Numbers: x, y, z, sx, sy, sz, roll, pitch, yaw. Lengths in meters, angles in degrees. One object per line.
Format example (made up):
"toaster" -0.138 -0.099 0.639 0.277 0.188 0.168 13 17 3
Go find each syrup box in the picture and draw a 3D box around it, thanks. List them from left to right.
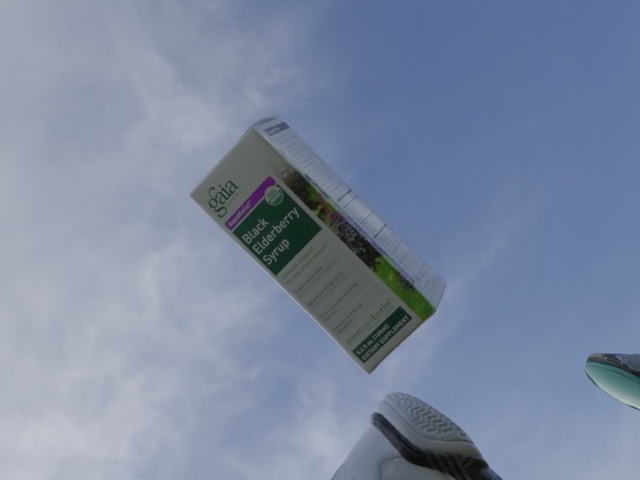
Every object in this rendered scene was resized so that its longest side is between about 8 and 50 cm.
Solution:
"syrup box" 0.000 0.000 1.002 0.237 0.096 0.093 45 -71 0

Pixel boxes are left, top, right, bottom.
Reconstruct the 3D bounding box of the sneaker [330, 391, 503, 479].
"sneaker" 0.135 0.324 1.030 0.210 0.366 0.137 -43 -33 -15

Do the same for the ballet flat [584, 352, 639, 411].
"ballet flat" 0.213 0.091 0.638 0.041 0.114 0.041 -21 -56 -35
